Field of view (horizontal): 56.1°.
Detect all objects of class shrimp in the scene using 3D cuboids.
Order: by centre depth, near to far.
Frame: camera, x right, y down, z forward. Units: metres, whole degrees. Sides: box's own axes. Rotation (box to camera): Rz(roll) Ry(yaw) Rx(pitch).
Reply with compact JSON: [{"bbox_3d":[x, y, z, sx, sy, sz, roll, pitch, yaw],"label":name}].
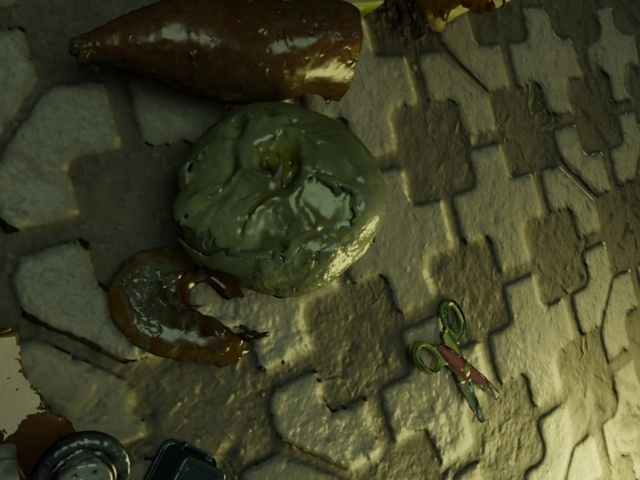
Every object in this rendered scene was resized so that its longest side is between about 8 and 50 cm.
[{"bbox_3d":[-0.142,0.074,0.679,0.188,0.052,0.132,29,69,-24],"label":"shrimp"}]

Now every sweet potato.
[{"bbox_3d":[-0.115,-0.217,0.694,0.337,0.131,0.131,-10,89,-27],"label":"sweet potato"}]

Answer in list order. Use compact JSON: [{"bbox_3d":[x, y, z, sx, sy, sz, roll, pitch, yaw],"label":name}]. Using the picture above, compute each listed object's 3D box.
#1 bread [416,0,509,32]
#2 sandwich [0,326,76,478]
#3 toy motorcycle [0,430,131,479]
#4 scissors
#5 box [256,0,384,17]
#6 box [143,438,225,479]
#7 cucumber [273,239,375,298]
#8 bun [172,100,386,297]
[{"bbox_3d":[0.179,-0.476,0.787,0.250,0.361,0.394,-47,111,-15],"label":"bread"},{"bbox_3d":[-0.314,0.195,0.516,0.186,0.108,0.219,-9,88,-33],"label":"sandwich"},{"bbox_3d":[-0.266,0.231,0.425,0.260,0.110,0.170,-5,102,-29],"label":"toy motorcycle"},{"bbox_3d":[0.215,0.193,0.916,0.133,0.020,0.187,-45,107,-34],"label":"scissors"},{"bbox_3d":[-0.029,-0.432,0.815,0.175,0.062,0.260,-19,95,-34],"label":"box"},{"bbox_3d":[-0.151,0.273,0.645,0.074,0.054,0.099,36,66,-23],"label":"box"},{"bbox_3d":[0.000,0.000,0.768,0.115,0.085,0.193,38,56,25],"label":"cucumber"},{"bbox_3d":[-0.050,-0.056,0.664,0.239,0.141,0.238,-1,66,2],"label":"bun"}]
